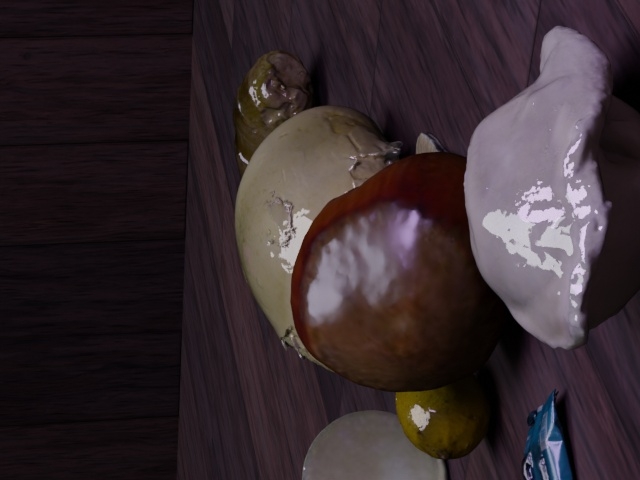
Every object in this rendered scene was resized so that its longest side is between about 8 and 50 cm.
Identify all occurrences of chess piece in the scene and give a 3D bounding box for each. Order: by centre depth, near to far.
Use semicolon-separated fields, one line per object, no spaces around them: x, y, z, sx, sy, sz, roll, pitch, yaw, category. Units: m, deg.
0.047;0.286;1.897;0.251;0.144;0.144;96;167;-61;chess piece

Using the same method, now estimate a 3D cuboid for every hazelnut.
0.079;0.030;1.559;0.186;0.210;0.210;55;154;26;hazelnut

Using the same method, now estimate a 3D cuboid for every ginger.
-0.060;-0.150;2.438;0.109;0.116;0.263;-52;-18;-29;ginger

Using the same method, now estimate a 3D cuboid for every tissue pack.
0.175;0.191;1.437;0.085;0.028;0.138;114;148;-67;tissue pack

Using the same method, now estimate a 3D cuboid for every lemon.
0.106;0.145;1.646;0.110;0.082;0.082;-109;19;-57;lemon

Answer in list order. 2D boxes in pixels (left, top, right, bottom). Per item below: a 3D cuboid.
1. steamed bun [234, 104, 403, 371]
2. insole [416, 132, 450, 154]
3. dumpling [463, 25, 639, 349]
0.000;0.000;1.960;0.232;0.166;0.273;-105;16;-56;steamed bun
0.117;-0.045;1.735;0.248;0.011;0.081;-121;30;-70;insole
0.159;-0.034;1.200;0.250;0.132;0.162;-81;-12;-54;dumpling
